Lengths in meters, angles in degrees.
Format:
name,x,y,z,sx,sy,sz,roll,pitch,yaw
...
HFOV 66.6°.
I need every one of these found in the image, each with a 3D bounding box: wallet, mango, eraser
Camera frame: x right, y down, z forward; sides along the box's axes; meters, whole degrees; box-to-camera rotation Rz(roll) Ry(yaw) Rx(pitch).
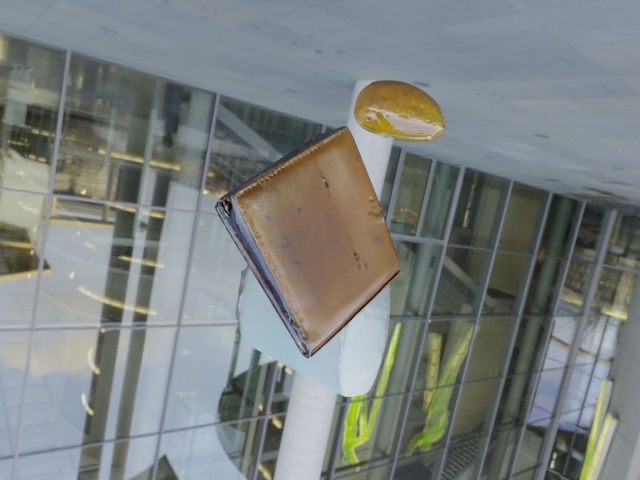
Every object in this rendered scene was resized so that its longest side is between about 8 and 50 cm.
name,x,y,z,sx,sy,sz,roll,pitch,yaw
wallet,-0.001,-0.001,0.516,0.161,0.196,0.042,-37,-156,-26
mango,0.098,-0.154,0.598,0.114,0.061,0.080,12,169,10
eraser,-0.024,0.120,0.819,0.104,0.189,0.289,13,179,-41
